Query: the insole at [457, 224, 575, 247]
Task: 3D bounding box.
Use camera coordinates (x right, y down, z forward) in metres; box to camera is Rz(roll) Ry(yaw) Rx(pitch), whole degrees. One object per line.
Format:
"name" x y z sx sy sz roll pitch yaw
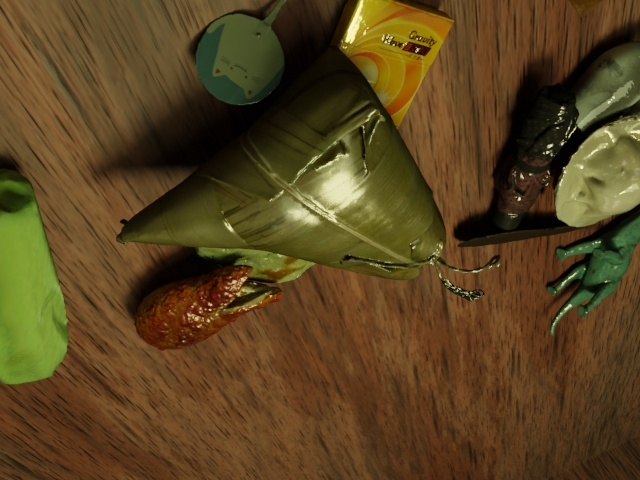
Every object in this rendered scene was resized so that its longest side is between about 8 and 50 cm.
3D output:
"insole" 0.415 -0.010 1.277 0.327 0.007 0.111 -7 169 -26

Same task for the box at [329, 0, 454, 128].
"box" 0.064 -0.220 0.908 0.152 0.043 0.269 6 128 -29

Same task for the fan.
"fan" -0.084 -0.254 0.792 0.113 0.005 0.175 36 94 -6

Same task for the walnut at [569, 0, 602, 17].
"walnut" 0.339 -0.413 0.736 0.203 0.203 0.298 -12 124 -15

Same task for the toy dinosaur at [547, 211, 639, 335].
"toy dinosaur" 0.705 0.040 1.457 0.330 0.129 0.384 -21 139 -19

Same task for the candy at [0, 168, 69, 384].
"candy" -0.435 0.062 0.870 0.131 0.142 0.344 -16 138 -24

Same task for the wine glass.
"wine glass" 0.499 -0.276 1.030 0.103 0.103 0.222 27 116 -42

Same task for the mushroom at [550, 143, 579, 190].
"mushroom" 0.447 -0.120 1.181 0.129 0.073 0.088 -41 177 23

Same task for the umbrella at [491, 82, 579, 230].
"umbrella" 0.366 -0.134 1.100 0.090 0.094 0.326 -1 144 -4

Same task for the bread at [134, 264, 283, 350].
"bread" -0.199 0.115 1.031 0.268 0.095 0.139 -18 149 27

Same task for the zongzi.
"zongzi" 0.000 0.000 0.917 0.418 0.181 0.447 -32 128 9

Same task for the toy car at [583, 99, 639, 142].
"toy car" 0.565 -0.192 1.146 0.126 0.098 0.162 5 127 -27

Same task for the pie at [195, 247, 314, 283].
"pie" -0.098 -0.006 1.006 0.248 0.090 0.201 27 119 -38

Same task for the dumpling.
"dumpling" 0.487 -0.106 1.088 0.172 0.142 0.247 -8 135 -9
